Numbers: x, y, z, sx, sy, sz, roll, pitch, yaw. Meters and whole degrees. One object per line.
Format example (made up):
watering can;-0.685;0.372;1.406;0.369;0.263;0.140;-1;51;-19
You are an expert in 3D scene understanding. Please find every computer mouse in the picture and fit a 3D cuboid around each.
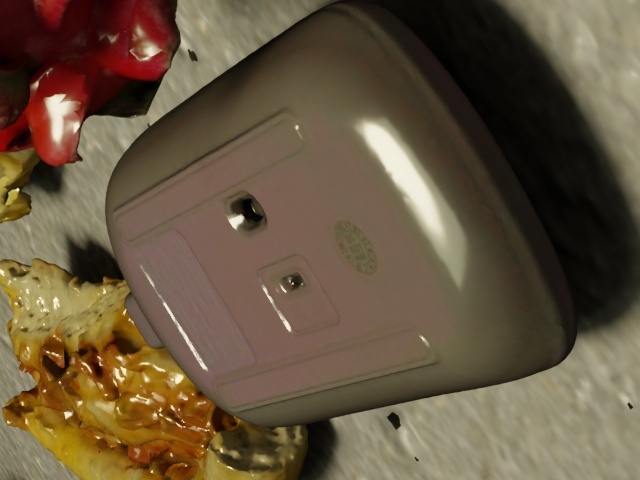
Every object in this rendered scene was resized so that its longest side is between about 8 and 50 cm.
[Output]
computer mouse;0.001;-0.001;0.569;0.120;0.057;0.232;59;153;-3

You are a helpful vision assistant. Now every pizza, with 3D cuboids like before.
pizza;-0.084;0.072;0.817;0.271;0.056;0.134;17;142;54

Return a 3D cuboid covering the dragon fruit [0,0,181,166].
dragon fruit;-0.133;-0.150;0.514;0.218;0.198;0.273;-161;69;-70

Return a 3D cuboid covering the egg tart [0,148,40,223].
egg tart;-0.269;-0.111;0.797;0.345;0.132;0.345;30;147;22
